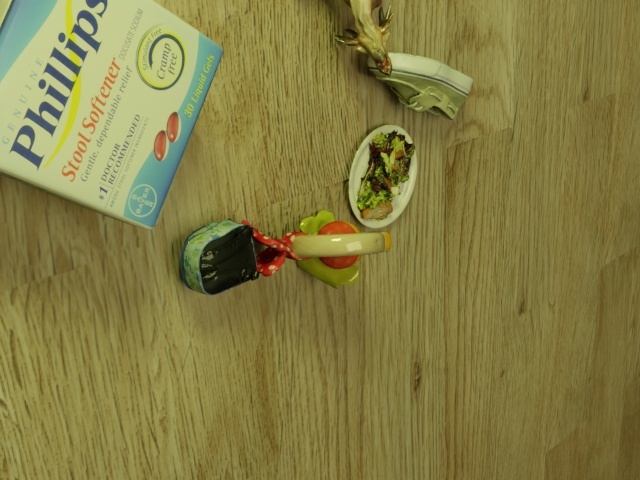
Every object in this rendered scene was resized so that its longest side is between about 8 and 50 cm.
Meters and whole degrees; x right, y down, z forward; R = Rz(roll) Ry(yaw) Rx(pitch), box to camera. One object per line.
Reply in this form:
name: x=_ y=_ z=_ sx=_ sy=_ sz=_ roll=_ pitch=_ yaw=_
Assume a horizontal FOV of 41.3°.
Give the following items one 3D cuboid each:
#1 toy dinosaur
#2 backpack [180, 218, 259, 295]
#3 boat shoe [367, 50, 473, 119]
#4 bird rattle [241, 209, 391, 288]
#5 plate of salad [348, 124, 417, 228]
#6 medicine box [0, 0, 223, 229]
toy dinosaur: x=0.079 y=-0.431 z=1.403 sx=0.200 sy=0.127 sz=0.295 roll=49 pitch=55 yaw=-52
backpack: x=-0.164 y=0.028 z=1.313 sx=0.114 sy=0.084 sz=0.105 roll=-29 pitch=122 yaw=-44
boat shoe: x=0.190 y=-0.285 z=1.575 sx=0.302 sy=0.109 sz=0.094 roll=4 pitch=102 yaw=-50
bird rattle: x=0.000 y=0.000 z=1.408 sx=0.254 sy=0.207 sz=0.143 roll=12 pitch=76 yaw=-57
plate of salad: x=0.127 y=-0.118 z=1.605 sx=0.200 sy=0.048 sz=0.199 roll=-17 pitch=114 yaw=-42
medicine box: x=-0.304 y=-0.187 z=1.045 sx=0.289 sy=0.149 sz=0.263 roll=26 pitch=84 yaw=-49
